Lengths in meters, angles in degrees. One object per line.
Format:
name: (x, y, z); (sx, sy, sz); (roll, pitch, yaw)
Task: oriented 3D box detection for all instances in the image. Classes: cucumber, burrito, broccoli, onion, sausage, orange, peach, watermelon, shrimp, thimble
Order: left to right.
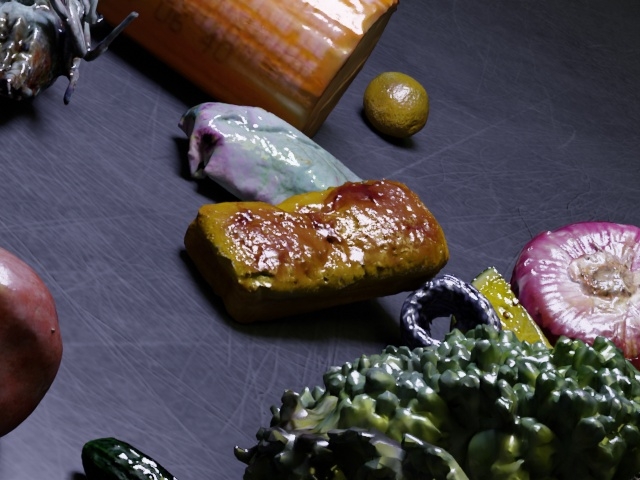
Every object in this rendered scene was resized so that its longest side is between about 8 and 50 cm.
peach: (-0.257, 0.078, 1.143); (0.152, 0.152, 0.152); (28, 25, -14)
shrimp: (-0.295, -0.233, 1.648); (0.221, 0.166, 0.410); (-1, 12, 1)
cucumber: (-0.099, 0.217, 1.168); (0.058, 0.052, 0.215); (-31, 62, -33)
sausage: (-0.083, -0.272, 1.888); (0.287, 0.233, 0.233); (35, 24, 1)
burrito: (-0.043, -0.076, 1.747); (0.229, 0.089, 0.144); (29, 20, -18)
orange: (0.099, -0.181, 2.130); (0.085, 0.085, 0.095); (5, 39, -49)
thimble: (0.131, 0.093, 1.633); (0.095, 0.066, 0.104); (-24, 64, -11)
broccoli: (0.108, 0.172, 1.221); (0.334, 0.324, 0.272); (-8, 56, 3)
watermelon: (0.184, 0.123, 1.668); (0.075, 0.092, 0.181); (-7, 53, -38)
onion: (0.324, 0.086, 1.853); (0.230, 0.163, 0.230); (-1, 53, 2)

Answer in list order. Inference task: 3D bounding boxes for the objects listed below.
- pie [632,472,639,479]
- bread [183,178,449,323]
pie: (0.378, 0.237, 1.686); (0.218, 0.052, 0.185); (27, 17, 37)
bread: (0.000, 0.001, 1.606); (0.271, 0.077, 0.139); (-8, 51, -36)
